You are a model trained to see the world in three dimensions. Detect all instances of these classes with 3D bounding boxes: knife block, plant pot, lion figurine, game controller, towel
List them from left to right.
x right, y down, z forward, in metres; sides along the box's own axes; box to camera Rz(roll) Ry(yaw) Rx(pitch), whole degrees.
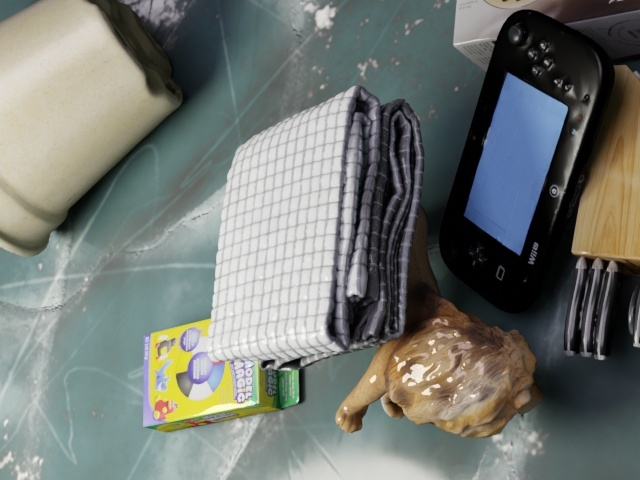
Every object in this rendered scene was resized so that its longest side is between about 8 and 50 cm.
[{"bbox_3d":[-0.375,-0.197,1.913,0.305,0.334,0.333,-34,56,9],"label":"plant pot"},{"bbox_3d":[0.000,0.000,1.485,0.235,0.121,0.283,-17,63,50],"label":"towel"},{"bbox_3d":[0.091,0.060,1.523,0.240,0.142,0.392,-50,55,44],"label":"lion figurine"},{"bbox_3d":[0.219,-0.083,1.480,0.166,0.067,0.319,48,131,52],"label":"game controller"},{"bbox_3d":[0.316,-0.014,1.444,0.242,0.088,0.275,-42,54,17],"label":"knife block"}]

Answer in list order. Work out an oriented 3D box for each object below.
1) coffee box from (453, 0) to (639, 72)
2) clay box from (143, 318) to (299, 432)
[{"bbox_3d":[0.309,-0.294,1.527,0.297,0.119,0.168,-5,70,36],"label":"coffee box"},{"bbox_3d":[-0.128,0.164,1.740,0.222,0.053,0.127,-16,65,33],"label":"clay box"}]
